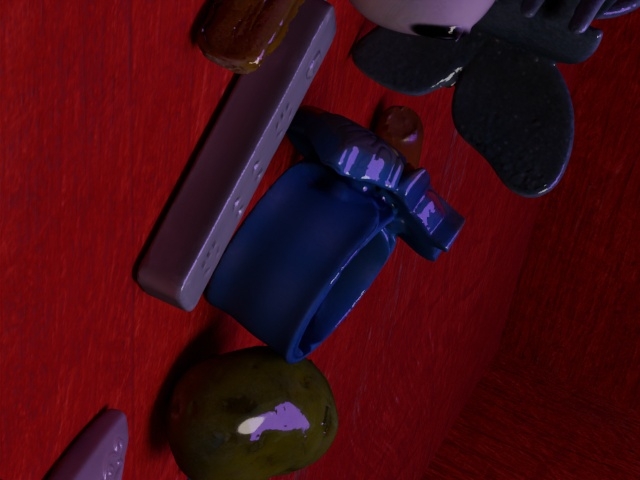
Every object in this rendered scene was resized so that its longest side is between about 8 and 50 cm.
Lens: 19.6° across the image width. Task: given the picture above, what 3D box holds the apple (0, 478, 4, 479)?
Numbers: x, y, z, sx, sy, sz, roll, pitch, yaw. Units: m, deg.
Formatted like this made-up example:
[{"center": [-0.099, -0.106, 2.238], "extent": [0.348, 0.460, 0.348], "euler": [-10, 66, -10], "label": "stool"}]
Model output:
[{"center": [-0.305, 0.289, 1.578], "extent": [0.155, 0.182, 0.182], "euler": [7, 109, -45], "label": "apple"}]

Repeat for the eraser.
[{"center": [-0.273, 0.319, 1.952], "extent": [0.243, 0.059, 0.204], "euler": [-52, 161, -58], "label": "eraser"}]

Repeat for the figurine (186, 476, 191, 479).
[{"center": [-0.133, 0.251, 2.365], "extent": [0.075, 0.068, 0.140], "euler": [-52, 154, -59], "label": "figurine"}]

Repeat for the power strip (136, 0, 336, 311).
[{"center": [-0.080, -0.108, 1.973], "extent": [0.385, 0.062, 0.091], "euler": [-63, 169, -12], "label": "power strip"}]

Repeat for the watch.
[{"center": [0.000, 0.000, 2.156], "extent": [0.274, 0.241, 0.305], "euler": [-51, 166, -5], "label": "watch"}]

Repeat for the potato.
[{"center": [-0.086, 0.214, 2.245], "extent": [0.186, 0.148, 0.253], "euler": [-44, 143, 18], "label": "potato"}]

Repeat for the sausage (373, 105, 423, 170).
[{"center": [0.106, -0.117, 2.628], "extent": [0.076, 0.076, 0.197], "euler": [-59, 166, -29], "label": "sausage"}]

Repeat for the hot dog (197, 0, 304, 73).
[{"center": [-0.032, -0.289, 1.831], "extent": [0.289, 0.083, 0.068], "euler": [-61, -176, -18], "label": "hot dog"}]

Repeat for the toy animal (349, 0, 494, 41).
[{"center": [0.132, -0.364, 1.991], "extent": [0.251, 0.251, 0.310], "euler": [92, 19, -56], "label": "toy animal"}]

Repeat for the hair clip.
[{"center": [0.220, -0.310, 2.241], "extent": [0.392, 0.318, 0.238], "euler": [-59, 164, -19], "label": "hair clip"}]
